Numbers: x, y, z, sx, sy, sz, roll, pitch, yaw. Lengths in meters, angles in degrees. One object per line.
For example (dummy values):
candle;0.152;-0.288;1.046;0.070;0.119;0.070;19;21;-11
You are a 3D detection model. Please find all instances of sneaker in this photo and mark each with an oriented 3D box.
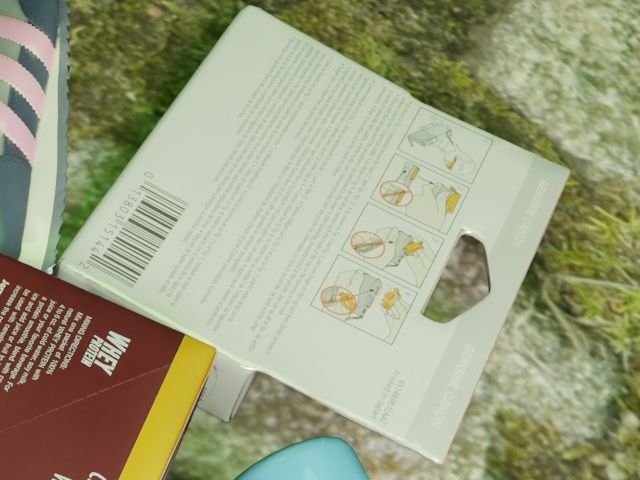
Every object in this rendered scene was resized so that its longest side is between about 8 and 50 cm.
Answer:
sneaker;-0.230;-0.088;1.108;0.131;0.112;0.319;10;47;-19

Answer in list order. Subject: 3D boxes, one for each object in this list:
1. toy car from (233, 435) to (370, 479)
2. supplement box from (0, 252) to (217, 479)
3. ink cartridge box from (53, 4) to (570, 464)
toy car;0.061;0.224;0.912;0.238;0.210;0.219;-6;58;-43
supplement box;-0.185;0.121;0.931;0.194;0.129;0.191;24;46;-2
ink cartridge box;0.000;0.000;1.161;0.261;0.066;0.296;28;46;2
